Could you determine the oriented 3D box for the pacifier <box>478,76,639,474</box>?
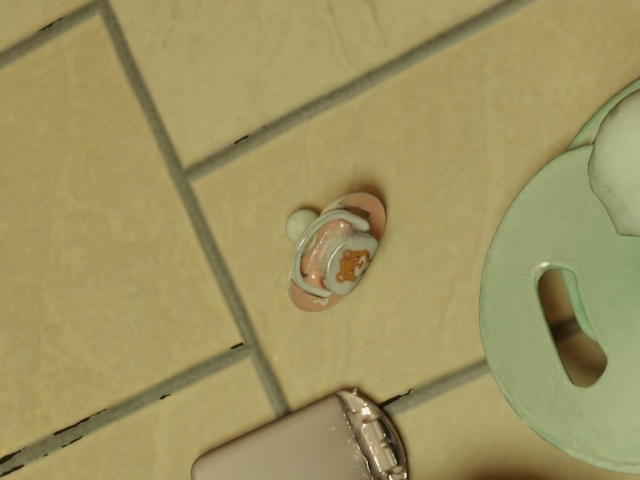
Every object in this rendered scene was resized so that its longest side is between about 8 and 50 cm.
[{"bbox_3d":[0.238,-0.022,0.981,0.343,0.269,0.288,-26,57,12],"label":"pacifier"}]

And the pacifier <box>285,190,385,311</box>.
[{"bbox_3d":[0.000,0.000,1.152,0.078,0.081,0.099,39,102,42],"label":"pacifier"}]

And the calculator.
[{"bbox_3d":[-0.019,0.181,1.171,0.175,0.032,0.100,-26,82,16],"label":"calculator"}]
